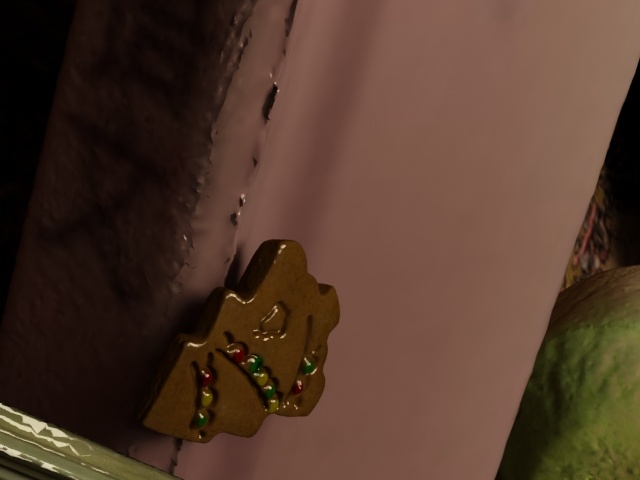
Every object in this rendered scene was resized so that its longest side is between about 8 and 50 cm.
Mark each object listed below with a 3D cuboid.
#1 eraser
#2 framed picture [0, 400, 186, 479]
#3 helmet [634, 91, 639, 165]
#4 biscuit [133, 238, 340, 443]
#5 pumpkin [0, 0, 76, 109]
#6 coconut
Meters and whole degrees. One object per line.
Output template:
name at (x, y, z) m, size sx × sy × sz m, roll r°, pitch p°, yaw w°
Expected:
eraser at (0.000, 0.000, 0.706) m, size 0.272 × 0.122 × 0.359 m, roll -6°, pitch 118°, yaw -50°
framed picture at (-0.125, 0.177, 0.592) m, size 0.296 × 0.019 × 0.232 m, roll 30°, pitch 99°, yaw -39°
helmet at (0.338, -0.106, 1.218) m, size 0.177 × 0.225 × 0.305 m, roll 53°, pitch 36°, yaw 14°
biscuit at (-0.029, 0.043, 0.589) m, size 0.092 × 0.016 × 0.082 m, roll -29°, pitch 131°, yaw -32°
pumpkin at (-0.171, -0.170, 0.661) m, size 0.317 × 0.139 × 0.222 m, roll 36°, pitch 50°, yaw -43°
coconut at (0.200, 0.126, 0.990) m, size 0.236 × 0.236 × 0.205 m, roll -4°, pitch 122°, yaw -51°
